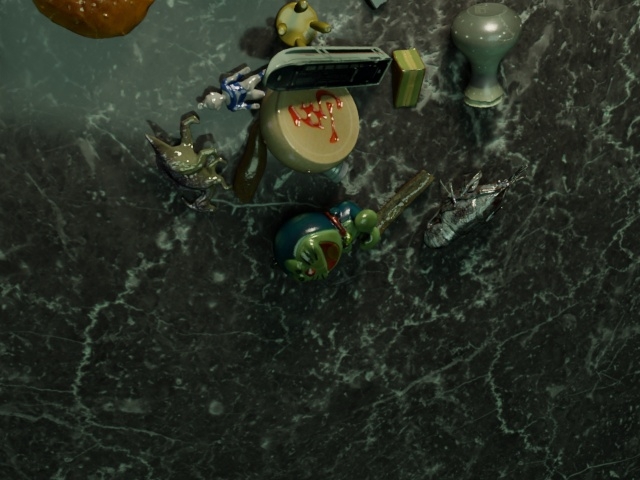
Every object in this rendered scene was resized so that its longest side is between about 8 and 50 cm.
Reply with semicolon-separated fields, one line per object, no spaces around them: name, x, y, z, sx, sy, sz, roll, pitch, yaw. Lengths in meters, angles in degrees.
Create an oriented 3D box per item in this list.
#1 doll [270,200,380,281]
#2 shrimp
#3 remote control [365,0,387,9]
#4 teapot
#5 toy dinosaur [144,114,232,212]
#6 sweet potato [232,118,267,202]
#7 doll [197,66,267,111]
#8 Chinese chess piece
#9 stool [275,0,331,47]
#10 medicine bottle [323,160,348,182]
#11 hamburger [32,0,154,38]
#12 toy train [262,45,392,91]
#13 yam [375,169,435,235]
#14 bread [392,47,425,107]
doll;0.000;-0.001;1.766;0.321;0.186;0.199;-26;139;-15
shrimp;0.436;-0.120;1.839;0.172;0.137;0.372;39;102;-22
remote control;0.087;-0.688;1.545;0.063;0.025;0.245;-37;117;10
teapot;0.435;-0.487;1.652;0.183;0.184;0.251;-14;129;-7
toy dinosaur;-0.336;-0.191;1.648;0.162;0.077;0.294;-29;119;2
sweet potato;-0.184;-0.212;1.678;0.077;0.077;0.244;11;113;-18
doll;-0.210;-0.383;1.602;0.227;0.057;0.114;-19;125;-14
Chinese chess piece;-0.026;-0.303;1.590;0.273;0.102;0.274;4;82;-31
stool;-0.049;-0.526;1.540;0.134;0.110;0.134;-7;116;-12
medicine bottle;-0.027;-0.237;1.694;0.216;0.090;0.090;29;105;-24
hamburger;-0.497;-0.607;1.361;0.289;0.170;0.314;17;109;-27
toy train;0.003;-0.423;1.503;0.406;0.088;0.086;-17;148;-42
yam;0.224;-0.100;1.839;0.274;0.061;0.061;-46;117;8
bread;0.232;-0.441;1.705;0.074;0.084;0.139;-11;148;-9
